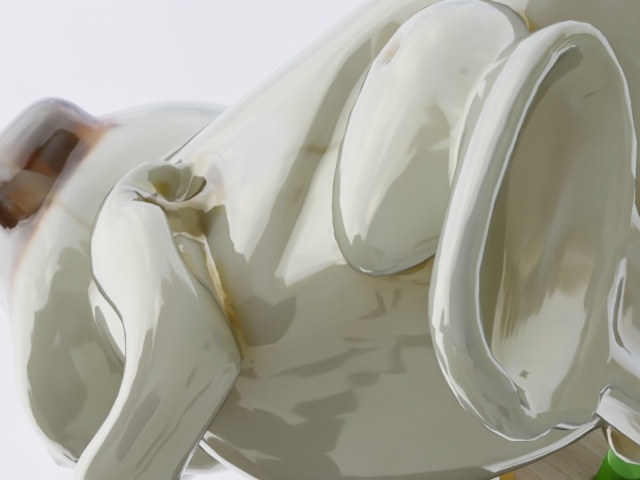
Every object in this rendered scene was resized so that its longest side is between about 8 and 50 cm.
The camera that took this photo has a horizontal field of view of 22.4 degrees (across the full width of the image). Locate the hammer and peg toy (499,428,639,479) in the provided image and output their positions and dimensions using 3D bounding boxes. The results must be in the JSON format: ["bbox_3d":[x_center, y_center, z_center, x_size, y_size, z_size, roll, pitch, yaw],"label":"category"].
[{"bbox_3d":[0.216,0.278,1.208,0.266,0.361,0.127,-39,-23,-30],"label":"hammer and peg toy"}]

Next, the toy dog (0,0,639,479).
[{"bbox_3d":[0.000,0.000,0.776,0.408,0.395,0.284,-14,-28,39],"label":"toy dog"}]
